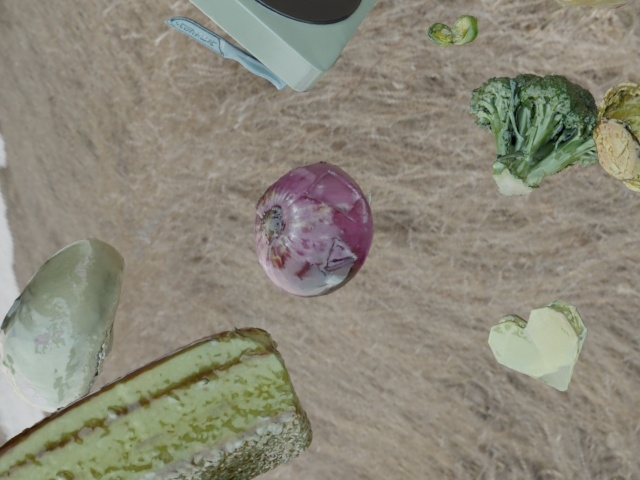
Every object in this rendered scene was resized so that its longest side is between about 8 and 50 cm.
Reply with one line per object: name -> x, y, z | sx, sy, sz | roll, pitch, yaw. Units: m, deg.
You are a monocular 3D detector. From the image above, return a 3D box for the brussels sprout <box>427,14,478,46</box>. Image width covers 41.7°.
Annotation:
brussels sprout -> 0.218, -0.343, 1.380 | 0.083, 0.046, 0.051 | -9, 146, 8

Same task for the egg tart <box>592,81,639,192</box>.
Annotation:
egg tart -> 0.599, -0.185, 1.602 | 0.241, 0.106, 0.241 | 54, 158, 33

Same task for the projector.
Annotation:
projector -> -0.061, -0.328, 0.986 | 0.259, 0.257, 0.079 | 40, 138, -12

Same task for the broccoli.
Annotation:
broccoli -> 0.475, -0.236, 1.852 | 0.304, 0.283, 0.321 | 38, 160, -16

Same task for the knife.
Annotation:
knife -> -0.137, -0.281, 1.237 | 0.210, 0.015, 0.028 | 31, 119, 5

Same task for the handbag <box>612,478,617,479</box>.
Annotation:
handbag -> 0.525, 0.483, 1.530 | 0.083, 0.027, 0.061 | -54, 56, 29

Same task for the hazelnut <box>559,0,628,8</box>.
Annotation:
hazelnut -> 0.471, -0.497, 1.373 | 0.261, 0.241, 0.261 | -2, 142, -1

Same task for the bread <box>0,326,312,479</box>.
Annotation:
bread -> -0.129, 0.164, 0.689 | 0.184, 0.234, 0.110 | 84, 161, -68

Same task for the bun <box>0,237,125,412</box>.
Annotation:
bun -> -0.400, 0.128, 1.300 | 0.168, 0.273, 0.273 | 21, 153, -13

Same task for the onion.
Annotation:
onion -> -0.010, -0.003, 1.310 | 0.207, 0.200, 0.200 | -25, 116, 18

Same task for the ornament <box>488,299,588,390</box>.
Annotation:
ornament -> 0.439, 0.215, 1.637 | 0.201, 0.059, 0.180 | -28, 91, 51
